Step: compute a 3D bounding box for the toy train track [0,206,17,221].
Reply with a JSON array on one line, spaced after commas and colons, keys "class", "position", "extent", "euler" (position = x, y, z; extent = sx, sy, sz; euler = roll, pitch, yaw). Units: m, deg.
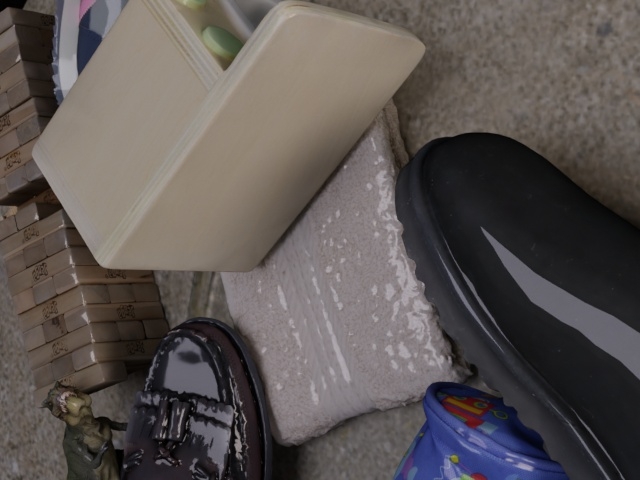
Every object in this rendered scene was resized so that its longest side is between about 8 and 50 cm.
[{"class": "toy train track", "position": [-0.283, -0.040, 1.261], "extent": [0.083, 0.014, 0.048], "euler": [-45, 65, 30]}]

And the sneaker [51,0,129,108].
[{"class": "sneaker", "position": [-0.144, -0.247, 1.098], "extent": [0.131, 0.112, 0.318], "euler": [3, 100, 23]}]

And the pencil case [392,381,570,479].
[{"class": "pencil case", "position": [0.075, 0.241, 0.911], "extent": [0.119, 0.133, 0.306], "euler": [26, 108, 11]}]

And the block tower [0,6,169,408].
[{"class": "block tower", "position": [-0.225, -0.028, 1.167], "extent": [0.091, 0.097, 0.335], "euler": [-25, 74, 36]}]

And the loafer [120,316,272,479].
[{"class": "loafer", "position": [-0.105, 0.212, 1.013], "extent": [0.109, 0.095, 0.302], "euler": [5, 95, 26]}]

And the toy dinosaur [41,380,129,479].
[{"class": "toy dinosaur", "position": [-0.167, 0.214, 1.129], "extent": [0.118, 0.064, 0.268], "euler": [12, 129, 13]}]

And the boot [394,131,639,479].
[{"class": "boot", "position": [0.279, -0.022, 0.695], "extent": [0.367, 0.146, 0.445], "euler": [55, 132, 13]}]

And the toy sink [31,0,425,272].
[{"class": "toy sink", "position": [-0.069, -0.103, 0.943], "extent": [0.234, 0.153, 0.131], "euler": [-51, 59, 27]}]

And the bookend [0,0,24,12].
[{"class": "bookend", "position": [-0.343, -0.282, 1.266], "extent": [0.157, 0.072, 0.156], "euler": [46, 117, 29]}]

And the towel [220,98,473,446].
[{"class": "towel", "position": [0.000, 0.000, 1.014], "extent": [0.187, 0.049, 0.282], "euler": [-25, 76, 37]}]
